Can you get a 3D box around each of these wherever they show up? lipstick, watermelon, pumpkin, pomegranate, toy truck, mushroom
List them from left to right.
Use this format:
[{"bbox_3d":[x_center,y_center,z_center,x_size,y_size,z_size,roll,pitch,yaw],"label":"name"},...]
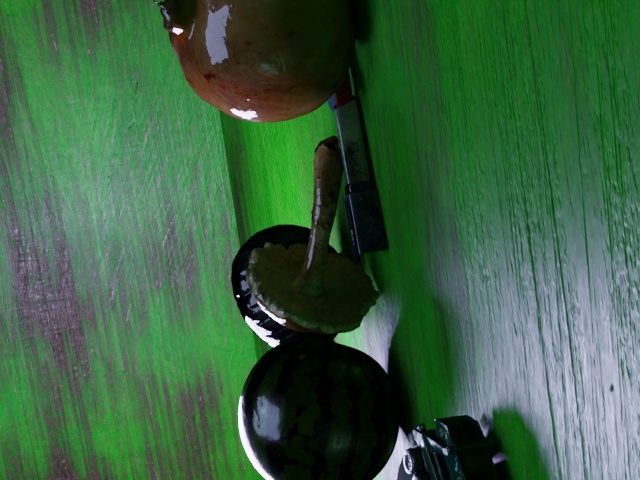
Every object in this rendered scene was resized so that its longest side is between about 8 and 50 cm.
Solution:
[{"bbox_3d":[-0.111,-0.349,2.089,0.338,0.338,0.338,169,90,-79],"label":"pomegranate"},{"bbox_3d":[-0.031,0.014,2.216,0.233,0.208,0.302,-86,-20,-62],"label":"mushroom"},{"bbox_3d":[-0.031,0.075,2.431,0.248,0.248,0.248,169,90,-79],"label":"pumpkin"},{"bbox_3d":[-0.001,0.305,2.284,0.285,0.285,0.285,169,90,-79],"label":"watermelon"},{"bbox_3d":[0.054,-0.133,2.163,0.051,0.051,0.312,165,95,-82],"label":"lipstick"},{"bbox_3d":[0.195,0.329,1.743,0.116,0.110,0.216,113,147,-51],"label":"toy truck"}]

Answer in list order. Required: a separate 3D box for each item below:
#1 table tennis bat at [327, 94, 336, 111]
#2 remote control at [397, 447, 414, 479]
[{"bbox_3d":[0.020,-0.287,2.284,0.155,0.019,0.100,93,163,-57],"label":"table tennis bat"},{"bbox_3d":[0.145,0.467,2.040,0.313,0.055,0.109,-86,-16,-52],"label":"remote control"}]
